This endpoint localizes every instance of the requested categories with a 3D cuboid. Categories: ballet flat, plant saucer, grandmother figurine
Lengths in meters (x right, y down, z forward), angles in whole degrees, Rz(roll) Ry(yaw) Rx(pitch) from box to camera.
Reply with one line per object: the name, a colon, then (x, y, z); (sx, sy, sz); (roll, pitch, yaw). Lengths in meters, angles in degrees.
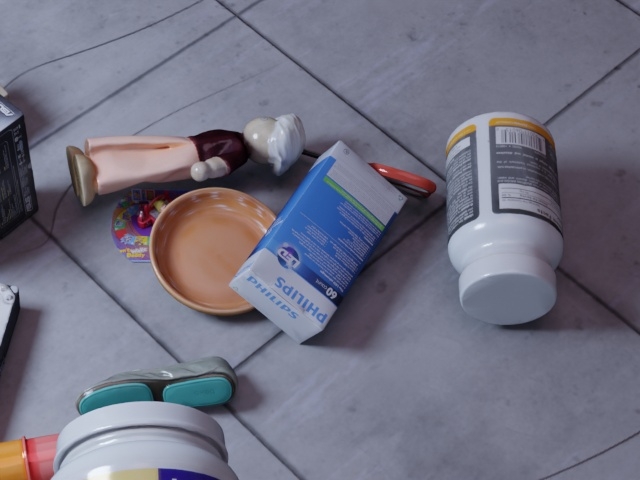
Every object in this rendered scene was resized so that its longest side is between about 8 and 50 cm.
ballet flat: (-0.216, 0.196, 1.814); (0.213, 0.072, 0.068); (-7, 27, -8)
plant saucer: (-0.142, 0.019, 1.936); (0.200, 0.037, 0.200); (6, 61, -10)
grandmother figurine: (-0.183, -0.123, 1.980); (0.342, 0.104, 0.208); (-12, 26, -17)

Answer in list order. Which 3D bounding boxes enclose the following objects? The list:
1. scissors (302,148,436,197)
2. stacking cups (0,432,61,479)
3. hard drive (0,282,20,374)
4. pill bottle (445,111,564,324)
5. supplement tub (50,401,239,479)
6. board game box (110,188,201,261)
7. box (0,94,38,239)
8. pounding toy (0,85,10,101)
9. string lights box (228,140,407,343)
scissors: (0.033, -0.118, 2.025); (0.297, 0.109, 0.021); (20, 88, 12)
stacking cups: (-0.459, 0.291, 1.712); (0.316, 0.096, 0.096); (-12, 55, -13)
hard drive: (-0.590, 0.137, 1.813); (0.339, 0.064, 0.237); (12, 55, -2)
pill bottle: (0.258, -0.032, 1.933); (0.162, 0.162, 0.278); (3, 55, 0)
supplement tub: (-0.199, 0.377, 1.564); (0.241, 0.241, 0.331); (-4, 55, -5)
board game box: (-0.220, -0.032, 1.990); (0.168, 0.033, 0.133); (0, 54, -2)
box: (-0.480, -0.068, 1.884); (0.056, 0.231, 0.183); (38, 62, 19)
pounding toy: (-0.517, -0.187, 2.030); (0.100, 0.130, 0.141); (-34, 62, -24)
string lights box: (0.000, 0.000, 1.918); (0.133, 0.077, 0.260); (41, 58, -10)
